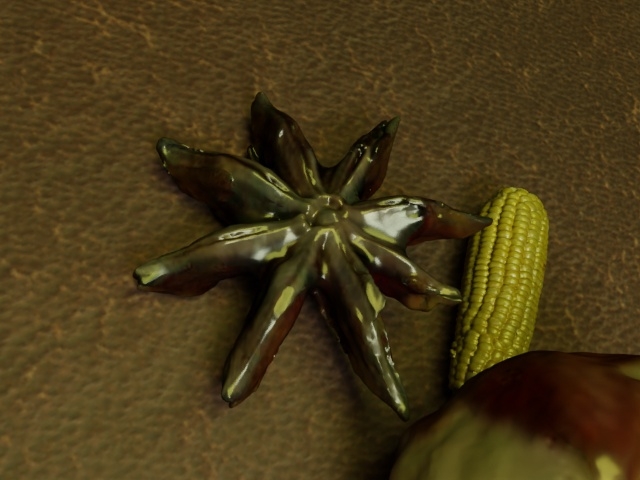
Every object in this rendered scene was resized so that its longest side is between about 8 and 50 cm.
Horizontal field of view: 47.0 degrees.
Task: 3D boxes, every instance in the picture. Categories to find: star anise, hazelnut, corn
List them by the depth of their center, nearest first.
[{"bbox_3d":[0.178,0.191,0.476,0.261,0.241,0.261,-1,83,4],"label":"hazelnut"},{"bbox_3d":[0.001,0.000,0.553,0.288,0.088,0.288,3,61,-5],"label":"star anise"},{"bbox_3d":[0.148,0.042,0.611,0.067,0.067,0.206,25,62,-10],"label":"corn"}]
